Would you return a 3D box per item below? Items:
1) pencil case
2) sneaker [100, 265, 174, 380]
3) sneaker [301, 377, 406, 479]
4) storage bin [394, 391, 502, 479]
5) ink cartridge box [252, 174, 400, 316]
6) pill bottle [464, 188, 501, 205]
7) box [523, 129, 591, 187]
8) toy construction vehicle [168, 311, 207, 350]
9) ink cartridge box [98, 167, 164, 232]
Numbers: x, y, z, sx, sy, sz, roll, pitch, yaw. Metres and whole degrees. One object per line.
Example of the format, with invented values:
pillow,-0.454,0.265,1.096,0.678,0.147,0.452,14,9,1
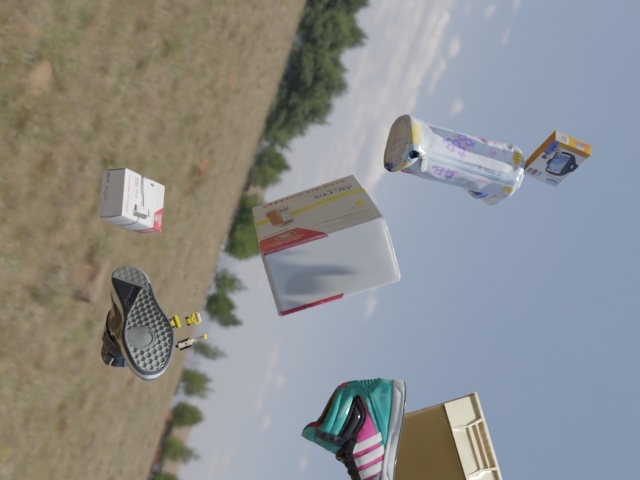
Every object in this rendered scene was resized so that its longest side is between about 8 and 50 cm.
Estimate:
pencil case,0.258,-0.160,1.841,0.124,0.273,0.114,-157,-100,-67
sneaker,-0.297,0.175,1.537,0.226,0.086,0.163,-115,-147,-45
sneaker,0.049,0.390,1.744,0.124,0.178,0.296,107,-8,-80
storage bin,0.283,0.531,2.307,0.262,0.123,0.261,-28,-107,45
ink cartridge box,0.000,0.000,2.193,0.385,0.279,0.161,-113,-175,-72
pill bottle,0.346,-0.138,2.102,0.078,0.137,0.078,-32,-141,31
box,0.449,-0.151,1.838,0.136,0.081,0.028,125,-19,-52
toy construction vehicle,-0.336,0.222,2.346,0.086,0.098,0.035,69,-21,-1
ink cartridge box,-0.371,-0.077,1.887,0.135,0.056,0.099,26,63,-62
